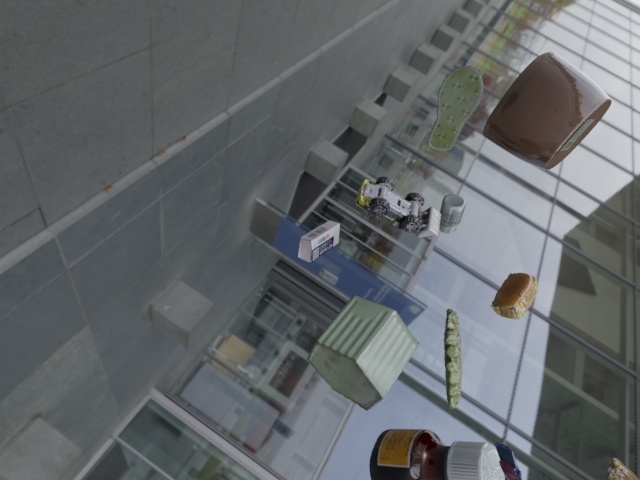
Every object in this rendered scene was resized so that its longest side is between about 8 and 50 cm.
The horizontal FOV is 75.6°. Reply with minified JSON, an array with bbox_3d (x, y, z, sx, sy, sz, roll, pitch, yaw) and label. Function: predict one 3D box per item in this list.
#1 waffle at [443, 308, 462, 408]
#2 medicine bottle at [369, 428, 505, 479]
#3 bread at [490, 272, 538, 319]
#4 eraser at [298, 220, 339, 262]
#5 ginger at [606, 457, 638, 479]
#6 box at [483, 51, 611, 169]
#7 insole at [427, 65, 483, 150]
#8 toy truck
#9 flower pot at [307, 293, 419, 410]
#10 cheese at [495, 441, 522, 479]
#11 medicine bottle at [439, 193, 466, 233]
[{"bbox_3d":[0.462,0.402,1.438,0.292,0.056,0.310,-30,114,-68],"label":"waffle"},{"bbox_3d":[0.373,0.740,1.320,0.394,0.243,0.242,-16,-154,42],"label":"medicine bottle"},{"bbox_3d":[0.912,0.252,1.933,0.241,0.107,0.136,-42,-153,-29],"label":"bread"},{"bbox_3d":[0.000,0.000,2.167,0.287,0.086,0.131,-34,136,-49],"label":"eraser"},{"bbox_3d":[0.822,0.688,1.107,0.074,0.137,0.213,-48,164,31],"label":"ginger"},{"bbox_3d":[0.661,-0.360,1.208,0.300,0.216,0.301,-33,156,-17],"label":"box"},{"bbox_3d":[0.358,-0.344,1.120,0.322,0.109,0.007,91,17,-65],"label":"insole"},{"bbox_3d":[0.247,-0.098,1.319,0.111,0.285,0.136,-48,-160,52],"label":"toy truck"},{"bbox_3d":[0.107,0.287,1.069,0.189,0.239,0.209,-45,137,-35],"label":"flower pot"},{"bbox_3d":[0.463,0.607,0.967,0.155,0.062,0.245,119,-39,-74],"label":"cheese"},{"bbox_3d":[0.463,-0.092,1.467,0.080,0.080,0.130,-52,153,-38],"label":"medicine bottle"}]
